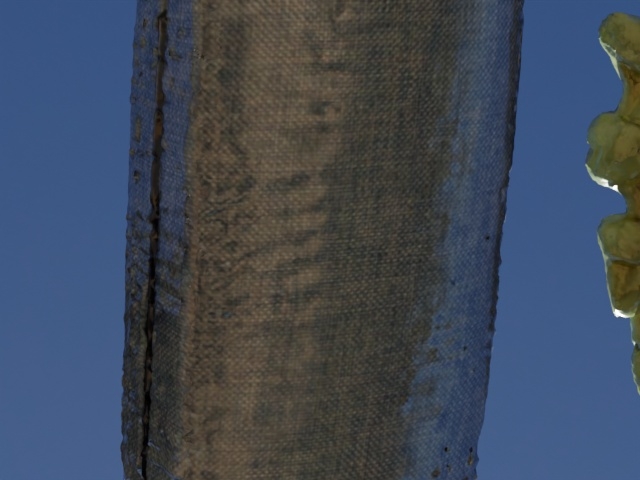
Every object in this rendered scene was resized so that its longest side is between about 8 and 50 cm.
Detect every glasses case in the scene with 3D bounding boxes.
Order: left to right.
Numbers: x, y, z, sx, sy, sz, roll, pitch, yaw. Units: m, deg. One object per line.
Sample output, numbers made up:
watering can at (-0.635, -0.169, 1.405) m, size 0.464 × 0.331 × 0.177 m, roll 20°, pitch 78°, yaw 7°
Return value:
glasses case at (0.000, 0.000, 0.541) m, size 0.109 × 0.067 × 0.282 m, roll -6°, pitch -73°, yaw -30°

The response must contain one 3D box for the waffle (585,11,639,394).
waffle at (0.170, -0.017, 0.633) m, size 0.169 × 0.036 × 0.183 m, roll -18°, pitch -75°, yaw -9°
